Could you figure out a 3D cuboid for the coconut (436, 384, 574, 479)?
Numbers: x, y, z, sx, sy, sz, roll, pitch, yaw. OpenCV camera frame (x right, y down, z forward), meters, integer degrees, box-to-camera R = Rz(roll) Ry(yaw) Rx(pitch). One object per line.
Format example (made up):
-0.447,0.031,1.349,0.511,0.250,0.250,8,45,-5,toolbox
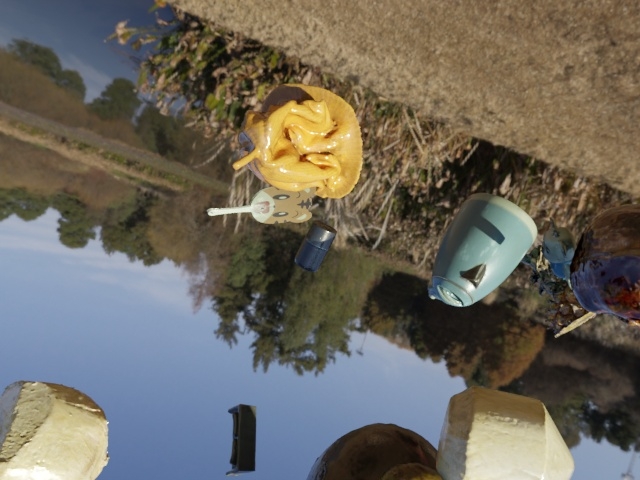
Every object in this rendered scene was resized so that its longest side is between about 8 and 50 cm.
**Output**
0.319,0.365,0.821,0.221,0.202,0.202,10,175,14,coconut

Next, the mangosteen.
0.158,0.592,1.041,0.380,0.381,0.421,20,138,-20,mangosteen

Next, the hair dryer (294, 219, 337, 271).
0.000,0.000,1.307,0.071,0.124,0.219,29,-163,3,hair dryer

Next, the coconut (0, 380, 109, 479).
-0.634,0.481,1.087,0.297,0.297,0.254,16,163,50,coconut

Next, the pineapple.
0.776,0.132,1.531,0.262,0.262,0.272,23,-149,-57,pineapple

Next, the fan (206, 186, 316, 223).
-0.122,-0.070,0.986,0.226,0.008,0.153,-6,152,-9,fan

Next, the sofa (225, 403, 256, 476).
-0.195,0.466,1.105,0.060,0.147,0.085,18,143,-32,sofa

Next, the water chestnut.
0.666,0.086,0.899,0.334,0.347,0.335,0,172,0,water chestnut

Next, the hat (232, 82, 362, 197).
-0.077,-0.153,0.855,0.233,0.245,0.233,-7,-162,36,hat

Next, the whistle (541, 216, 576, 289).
0.585,0.047,1.146,0.077,0.114,0.236,-21,134,22,whistle

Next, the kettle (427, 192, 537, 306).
0.475,0.063,1.525,0.247,0.342,0.319,39,165,-1,kettle
